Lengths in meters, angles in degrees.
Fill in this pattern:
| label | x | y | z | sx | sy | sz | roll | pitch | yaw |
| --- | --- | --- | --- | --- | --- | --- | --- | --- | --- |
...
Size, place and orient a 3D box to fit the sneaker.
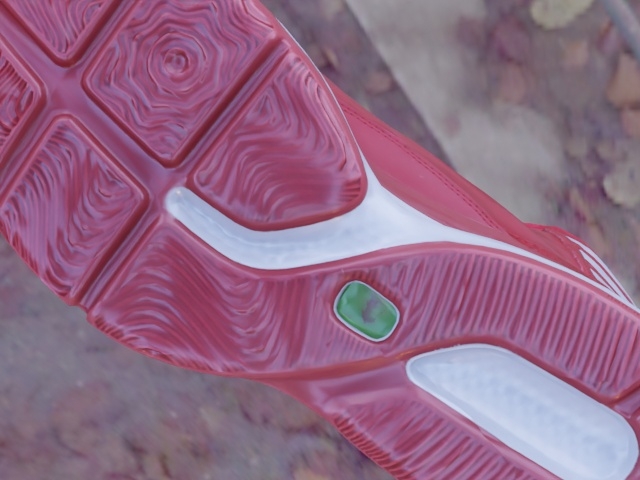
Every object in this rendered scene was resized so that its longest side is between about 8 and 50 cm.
| label | x | y | z | sx | sy | sz | roll | pitch | yaw |
| --- | --- | --- | --- | --- | --- | --- | --- | --- | --- |
| sneaker | 0.000 | 0.000 | 0.471 | 0.221 | 0.128 | 0.087 | 41 | 96 | 7 |
